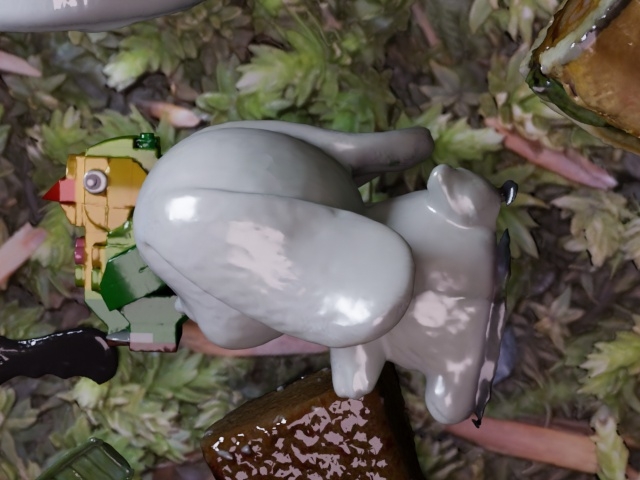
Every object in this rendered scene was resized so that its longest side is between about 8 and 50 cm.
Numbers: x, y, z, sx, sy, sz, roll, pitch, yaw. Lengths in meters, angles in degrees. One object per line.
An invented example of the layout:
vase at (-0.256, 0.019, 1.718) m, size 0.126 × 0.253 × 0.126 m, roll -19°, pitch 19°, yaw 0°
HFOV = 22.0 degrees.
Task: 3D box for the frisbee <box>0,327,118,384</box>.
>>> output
frisbee at (-0.300, 0.093, 1.420) m, size 0.211 × 0.012 × 0.187 m, roll -37°, pitch 94°, yaw 16°

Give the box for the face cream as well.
face cream at (-0.179, -0.220, 1.228) m, size 0.206 × 0.206 × 0.111 m, roll -1°, pitch 108°, yaw 9°

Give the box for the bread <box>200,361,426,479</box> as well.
bread at (0.056, 0.307, 1.363) m, size 0.165 × 0.113 × 0.417 m, roll -21°, pitch 100°, yaw 14°

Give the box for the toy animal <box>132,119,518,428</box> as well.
toy animal at (0.014, 0.009, 1.210) m, size 0.289 × 0.249 × 0.174 m, roll -2°, pitch 121°, yaw -22°

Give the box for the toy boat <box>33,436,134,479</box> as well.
toy boat at (-0.258, 0.278, 1.435) m, size 0.093 × 0.055 × 0.293 m, roll 41°, pitch 106°, yaw -1°

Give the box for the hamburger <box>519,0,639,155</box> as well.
hamburger at (0.270, -0.129, 1.234) m, size 0.207 × 0.135 × 0.155 m, roll 30°, pitch 122°, yaw -13°

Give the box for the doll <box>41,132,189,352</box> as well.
doll at (-0.138, 0.003, 1.325) m, size 0.134 × 0.106 × 0.186 m, roll -27°, pitch 97°, yaw 4°
